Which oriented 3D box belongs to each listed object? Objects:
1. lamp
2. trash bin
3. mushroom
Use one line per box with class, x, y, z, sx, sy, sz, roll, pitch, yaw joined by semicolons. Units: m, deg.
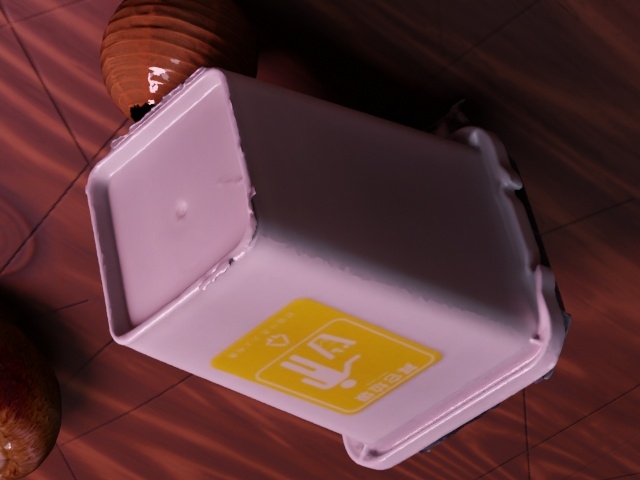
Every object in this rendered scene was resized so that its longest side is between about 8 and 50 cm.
lamp;-0.118;-0.153;1.393;0.136;0.136;0.136;-2;137;-2
trash bin;0.000;0.000;1.396;0.367;0.296;0.256;20;136;-42
mushroom;-0.412;0.165;1.699;0.297;0.163;0.278;16;125;-20
